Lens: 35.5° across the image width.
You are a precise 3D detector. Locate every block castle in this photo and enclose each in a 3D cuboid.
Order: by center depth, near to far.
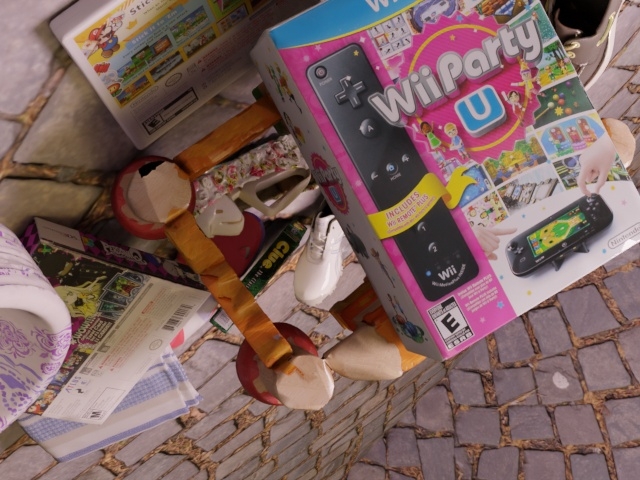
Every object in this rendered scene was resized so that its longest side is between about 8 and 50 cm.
[{"bbox_3d":[0.052,-0.064,0.999,0.453,0.303,0.213,-37,-172,-10],"label":"block castle"}]

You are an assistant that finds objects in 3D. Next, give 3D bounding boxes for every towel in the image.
[{"bbox_3d":[-0.272,0.171,1.209,0.209,0.034,0.285,-23,146,-6],"label":"towel"}]

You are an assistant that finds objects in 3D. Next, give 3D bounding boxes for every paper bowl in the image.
[{"bbox_3d":[-0.361,0.086,0.813,0.284,0.148,0.284,-35,160,-15],"label":"paper bowl"}]

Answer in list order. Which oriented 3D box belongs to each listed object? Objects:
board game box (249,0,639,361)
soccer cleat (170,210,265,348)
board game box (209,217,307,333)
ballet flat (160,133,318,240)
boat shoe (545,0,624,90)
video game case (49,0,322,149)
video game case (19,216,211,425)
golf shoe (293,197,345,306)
[{"bbox_3d":[0.110,-0.085,0.855,0.224,0.303,0.097,-30,-175,-10],"label":"board game box"},{"bbox_3d":[-0.143,0.047,1.239,0.248,0.083,0.095,-49,168,27],"label":"soccer cleat"},{"bbox_3d":[-0.071,0.038,1.251,0.136,0.030,0.260,-48,-178,5],"label":"board game box"},{"bbox_3d":[-0.089,-0.052,1.121,0.241,0.077,0.091,-30,159,-25],"label":"ballet flat"},{"bbox_3d":[0.347,-0.304,1.341,0.091,0.109,0.305,-26,150,-34],"label":"boat shoe"},{"bbox_3d":[-0.103,-0.194,0.870,0.227,0.026,0.206,-37,160,-6],"label":"video game case"},{"bbox_3d":[-0.263,0.096,1.055,0.210,0.042,0.232,20,120,-40],"label":"video game case"},{"bbox_3d":[0.000,0.000,1.362,0.176,0.069,0.086,-69,155,-17],"label":"golf shoe"}]
